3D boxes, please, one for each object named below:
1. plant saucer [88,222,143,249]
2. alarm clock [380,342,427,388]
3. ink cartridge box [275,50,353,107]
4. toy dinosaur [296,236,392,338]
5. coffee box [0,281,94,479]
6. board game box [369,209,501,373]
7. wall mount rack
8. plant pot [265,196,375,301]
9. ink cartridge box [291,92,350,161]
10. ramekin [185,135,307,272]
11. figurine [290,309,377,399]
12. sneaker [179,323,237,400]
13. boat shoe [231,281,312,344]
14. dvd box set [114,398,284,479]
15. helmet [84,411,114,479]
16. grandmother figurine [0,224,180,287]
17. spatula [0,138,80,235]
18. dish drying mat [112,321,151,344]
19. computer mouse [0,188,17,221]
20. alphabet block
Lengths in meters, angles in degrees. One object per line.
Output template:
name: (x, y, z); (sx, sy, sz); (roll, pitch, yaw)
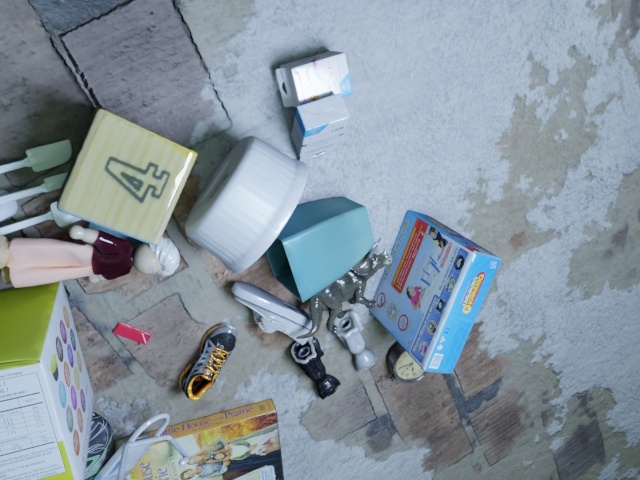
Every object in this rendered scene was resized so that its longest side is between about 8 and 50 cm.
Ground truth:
plant saucer: (-0.444, -0.023, 1.175); (0.119, 0.021, 0.120); (-8, 113, -19)
alarm clock: (0.247, 0.362, 1.572); (0.192, 0.064, 0.129); (-45, 119, -2)
ink cartridge box: (-0.018, -0.347, 1.170); (0.143, 0.090, 0.092); (-21, 117, -13)
toy dinosaur: (0.044, 0.129, 1.375); (0.313, 0.121, 0.160); (-31, 111, -13)
coffee box: (-0.662, 0.316, 1.047); (0.337, 0.337, 0.335); (-10, 113, -16)
board game box: (0.271, 0.118, 1.348); (0.086, 0.302, 0.309); (12, 106, -25)
wall mount rack: (-0.457, 0.563, 1.206); (0.350, 0.130, 0.304); (-51, 159, 2)
plant pot: (0.000, 0.000, 1.281); (0.234, 0.165, 0.166); (-26, 118, -19)
ink cartridge box: (-0.006, -0.247, 1.199); (0.104, 0.180, 0.060); (-20, 80, -13)
ramekin: (-0.163, -0.084, 1.123); (0.135, 0.277, 0.277); (35, 96, -21)
figurine: (0.051, 0.324, 1.478); (0.214, 0.092, 0.210); (-32, 126, -7)
sneaker: (-0.272, 0.307, 1.340); (0.084, 0.083, 0.215); (29, 97, -26)
boat shoe: (-0.122, 0.189, 1.349); (0.267, 0.096, 0.088); (31, 93, -37)
dvd box set: (-0.313, 0.621, 1.462); (0.420, 0.062, 0.308); (-10, 113, -17)
helmet: (-0.572, 0.489, 1.257); (0.161, 0.169, 0.170); (-3, 112, -6)
grandmother figurine: (-0.467, 0.040, 1.113); (0.342, 0.208, 0.104); (-2, 70, -14)
spatula: (-0.592, -0.087, 1.065); (0.242, 0.019, 0.168); (-25, 123, -28)
dish drying mat: (-0.448, 0.222, 1.280); (0.083, 0.008, 0.032); (29, 99, -28)
computer mouse: (-0.702, -0.047, 1.055); (0.192, 0.042, 0.106); (-22, 116, -11)
alphabet block: (-0.380, -0.129, 1.050); (0.193, 0.192, 0.197); (23, 93, -29)
